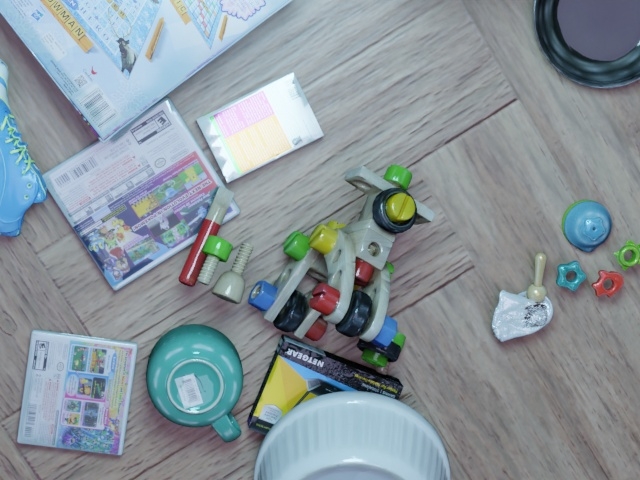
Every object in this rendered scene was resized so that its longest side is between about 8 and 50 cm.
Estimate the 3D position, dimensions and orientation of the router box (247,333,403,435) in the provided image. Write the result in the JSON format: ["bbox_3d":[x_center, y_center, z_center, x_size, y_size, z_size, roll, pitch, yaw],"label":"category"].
[{"bbox_3d":[0.006,0.223,1.925,0.179,0.046,0.133,21,96,-8],"label":"router box"}]

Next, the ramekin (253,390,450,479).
[{"bbox_3d":[0.042,0.345,1.866,0.273,0.127,0.273,0,115,1],"label":"ramekin"}]

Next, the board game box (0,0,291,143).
[{"bbox_3d":[-0.242,-0.342,1.749,0.318,0.066,0.318,-36,103,1],"label":"board game box"}]

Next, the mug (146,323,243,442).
[{"bbox_3d":[-0.156,0.189,1.878,0.158,0.097,0.129,26,94,-8],"label":"mug"}]

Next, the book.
[{"bbox_3d":[-0.081,-0.151,1.873,0.144,0.035,0.096,-26,96,-2],"label":"book"}]

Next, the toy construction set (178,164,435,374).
[{"bbox_3d":[0.000,0.000,1.832,0.309,0.257,0.237,21,78,2],"label":"toy construction set"}]

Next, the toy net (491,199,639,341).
[{"bbox_3d":[0.332,0.058,1.938,0.122,0.045,0.232,43,93,-11],"label":"toy net"}]

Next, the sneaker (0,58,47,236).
[{"bbox_3d":[-0.406,-0.113,1.821,0.126,0.091,0.240,13,104,-11],"label":"sneaker"}]

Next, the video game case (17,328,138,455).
[{"bbox_3d":[-0.329,0.206,1.904,0.143,0.019,0.157,8,96,-7],"label":"video game case"}]

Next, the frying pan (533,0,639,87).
[{"bbox_3d":[0.391,-0.366,1.873,0.197,0.053,0.326,9,98,-4],"label":"frying pan"}]

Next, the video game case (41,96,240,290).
[{"bbox_3d":[-0.239,-0.062,1.874,0.201,0.023,0.183,-32,100,-2],"label":"video game case"}]
